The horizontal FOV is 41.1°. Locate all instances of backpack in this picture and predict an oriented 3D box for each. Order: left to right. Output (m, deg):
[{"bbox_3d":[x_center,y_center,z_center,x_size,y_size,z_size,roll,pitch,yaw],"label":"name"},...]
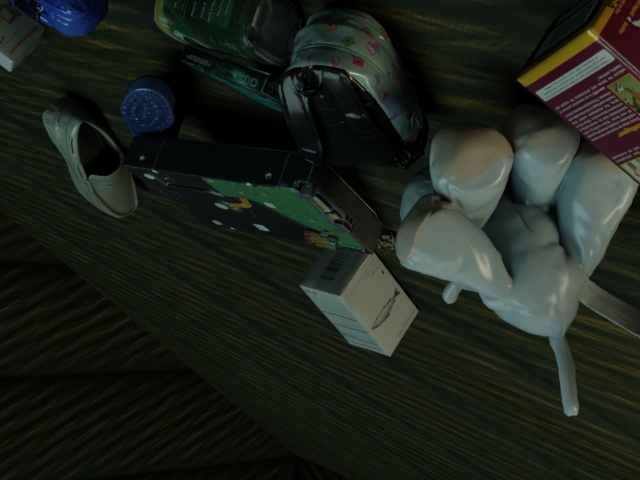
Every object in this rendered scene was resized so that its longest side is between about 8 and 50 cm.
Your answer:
[{"bbox_3d":[-0.352,-0.340,1.159,0.120,0.098,0.101,35,156,1],"label":"backpack"},{"bbox_3d":[0.030,-0.162,0.940,0.151,0.115,0.182,-2,149,28],"label":"backpack"}]

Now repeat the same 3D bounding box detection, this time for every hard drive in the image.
[{"bbox_3d":[-0.100,-0.071,1.294,0.338,0.064,0.237,11,164,33],"label":"hard drive"}]

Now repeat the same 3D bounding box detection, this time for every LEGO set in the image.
[{"bbox_3d":[0.114,0.003,1.323,0.083,0.024,0.054,17,158,10],"label":"LEGO set"}]

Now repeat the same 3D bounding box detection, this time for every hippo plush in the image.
[{"bbox_3d":[0.213,-0.019,0.939,0.294,0.234,0.236,41,-176,-9],"label":"hippo plush"}]

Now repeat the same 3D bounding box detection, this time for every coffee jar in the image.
[{"bbox_3d":[-0.118,-0.260,0.991,0.184,0.079,0.096,21,-178,32],"label":"coffee jar"}]

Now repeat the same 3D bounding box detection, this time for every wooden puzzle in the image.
[{"bbox_3d":[0.000,0.000,1.290,0.049,0.006,0.083,18,165,5],"label":"wooden puzzle"}]

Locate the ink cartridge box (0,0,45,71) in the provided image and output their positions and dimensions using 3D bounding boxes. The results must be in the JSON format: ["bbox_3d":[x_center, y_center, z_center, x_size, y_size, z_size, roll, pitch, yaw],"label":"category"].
[{"bbox_3d":[-0.532,-0.354,1.412,0.122,0.089,0.052,40,156,-15],"label":"ink cartridge box"}]

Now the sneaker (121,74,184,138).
[{"bbox_3d":[-0.248,-0.207,1.288,0.081,0.091,0.232,12,163,-6],"label":"sneaker"}]

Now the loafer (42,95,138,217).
[{"bbox_3d":[-0.439,-0.147,1.697,0.111,0.112,0.319,31,160,33],"label":"loafer"}]

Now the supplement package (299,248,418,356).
[{"bbox_3d":[0.069,0.100,1.476,0.105,0.105,0.179,11,150,46],"label":"supplement package"}]

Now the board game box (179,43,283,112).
[{"bbox_3d":[-0.072,-0.187,1.059,0.126,0.026,0.186,24,-176,26],"label":"board game box"}]

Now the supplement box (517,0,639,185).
[{"bbox_3d":[0.276,-0.121,0.712,0.188,0.081,0.104,38,159,-9],"label":"supplement box"}]
